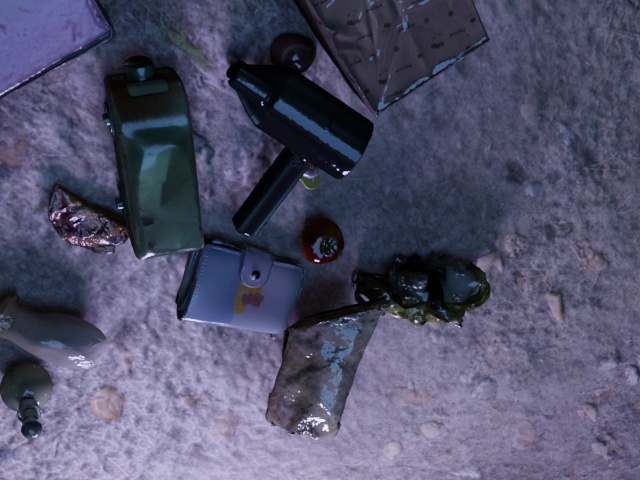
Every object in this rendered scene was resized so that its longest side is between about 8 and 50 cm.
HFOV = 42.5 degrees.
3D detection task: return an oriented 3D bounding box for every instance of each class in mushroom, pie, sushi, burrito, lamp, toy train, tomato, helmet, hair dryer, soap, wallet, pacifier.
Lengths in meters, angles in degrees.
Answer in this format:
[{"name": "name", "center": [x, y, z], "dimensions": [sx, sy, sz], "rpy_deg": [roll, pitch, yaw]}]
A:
[{"name": "mushroom", "center": [-0.479, 0.166, 1.447], "dimensions": [0.212, 0.088, 0.097], "rpy_deg": [20, 145, -27]}, {"name": "pie", "center": [-0.389, -0.025, 1.388], "dimensions": [0.170, 0.034, 0.092], "rpy_deg": [24, 106, -35]}, {"name": "sushi", "center": [0.216, 0.101, 1.672], "dimensions": [0.290, 0.139, 0.131], "rpy_deg": [2, 113, -23]}, {"name": "burrito", "center": [-0.002, 0.239, 1.609], "dimensions": [0.175, 0.107, 0.348], "rpy_deg": [19, 110, -4]}, {"name": "lamp", "center": [-0.519, 0.290, 1.462], "dimensions": [0.091, 0.163, 0.091], "rpy_deg": [-13, 128, -17]}, {"name": "toy train", "center": [-0.264, -0.122, 1.299], "dimensions": [0.129, 0.159, 0.326], "rpy_deg": [-12, 124, -18]}, {"name": "tomato", "center": [0.000, 0.000, 1.549], "dimensions": [0.087, 0.075, 0.087], "rpy_deg": [-8, 110, -23]}, {"name": "helmet", "center": [-0.037, -0.300, 1.344], "dimensions": [0.084, 0.049, 0.065], "rpy_deg": [5, 118, -26]}, {"name": "hair dryer", "center": [-0.095, -0.141, 1.365], "dimensions": [0.244, 0.116, 0.302], "rpy_deg": [31, 115, -15]}, {"name": "soap", "center": [-0.443, -0.307, 1.145], "dimensions": [0.259, 0.081, 0.181], "rpy_deg": [-30, 128, -1]}, {"name": "wallet", "center": [-0.150, 0.088, 1.546], "dimensions": [0.231, 0.069, 0.170], "rpy_deg": [15, 97, -34]}, {"name": "pacifier", "center": [-0.039, -0.126, 1.468], "dimensions": [0.064, 0.068, 0.083], "rpy_deg": [-25, 130, 38]}]

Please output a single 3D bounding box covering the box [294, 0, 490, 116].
[{"name": "box", "center": [0.082, -0.388, 1.250], "dimensions": [0.225, 0.190, 0.297], "rpy_deg": [-34, 128, 3]}]
